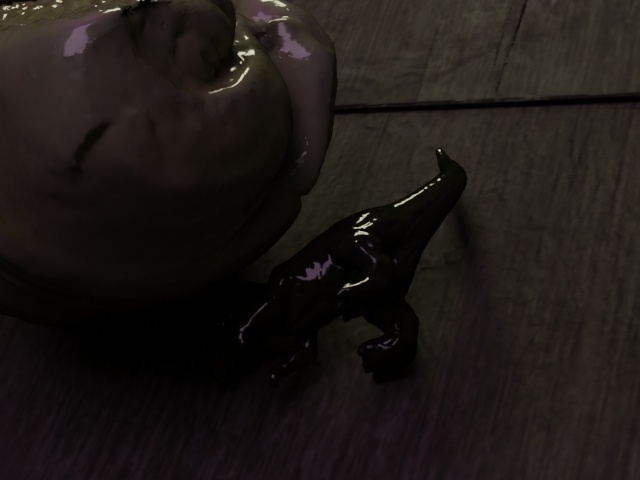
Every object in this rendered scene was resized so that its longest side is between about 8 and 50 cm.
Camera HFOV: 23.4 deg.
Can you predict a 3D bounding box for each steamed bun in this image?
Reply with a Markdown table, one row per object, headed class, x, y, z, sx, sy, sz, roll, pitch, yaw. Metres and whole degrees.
| class | x | y | z | sx | sy | sz | roll | pitch | yaw |
| --- | --- | --- | --- | --- | --- | --- | --- | --- | --- |
| steamed bun | -0.128 | -0.053 | 0.945 | 0.275 | 0.206 | 0.320 | -6 | 13 | 20 |

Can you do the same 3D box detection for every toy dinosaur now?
| class | x | y | z | sx | sy | sz | roll | pitch | yaw |
| --- | --- | --- | --- | --- | --- | --- | --- | --- | --- |
| toy dinosaur | 0.000 | 0.000 | 0.932 | 0.187 | 0.087 | 0.179 | -15 | 45 | 8 |

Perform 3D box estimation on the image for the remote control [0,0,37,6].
| class | x | y | z | sx | sy | sz | roll | pitch | yaw |
| --- | --- | --- | --- | --- | --- | --- | --- | --- | --- |
| remote control | -0.263 | -0.150 | 1.200 | 0.029 | 0.087 | 0.190 | 23 | 59 | 35 |
